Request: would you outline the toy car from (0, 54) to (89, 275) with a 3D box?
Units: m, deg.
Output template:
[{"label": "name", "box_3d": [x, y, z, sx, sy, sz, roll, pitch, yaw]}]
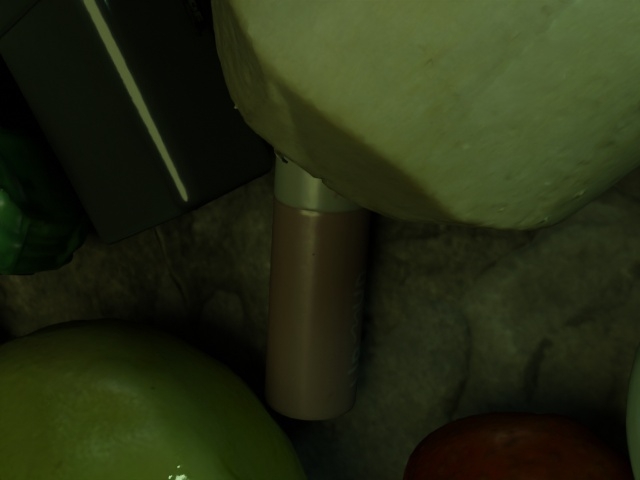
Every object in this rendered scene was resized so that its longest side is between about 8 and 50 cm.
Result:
[{"label": "toy car", "box_3d": [-0.327, -0.121, 0.902, 0.359, 0.213, 0.176, 38, 99, 13]}]

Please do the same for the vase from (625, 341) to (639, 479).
[{"label": "vase", "box_3d": [0.261, 0.077, 0.540, 0.245, 0.291, 0.244, -5, 79, 25]}]

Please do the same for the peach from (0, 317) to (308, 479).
[{"label": "peach", "box_3d": [-0.164, 0.214, 0.870, 0.314, 0.282, 0.315, -42, 74, 38]}]

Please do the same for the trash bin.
[{"label": "trash bin", "box_3d": [-0.148, -0.126, 0.832, 0.177, 0.101, 0.236, -18, 99, 53]}]

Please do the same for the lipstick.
[{"label": "lipstick", "box_3d": [0.000, 0.000, 0.830, 0.070, 0.070, 0.254, 14, 112, 25]}]

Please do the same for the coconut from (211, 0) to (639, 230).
[{"label": "coconut", "box_3d": [0.094, -0.166, 0.596, 0.323, 0.323, 0.322, 9, 110, 27]}]

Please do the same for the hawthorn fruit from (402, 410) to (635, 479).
[{"label": "hawthorn fruit", "box_3d": [0.186, 0.178, 0.743, 0.286, 0.165, 0.165, -10, 101, 23]}]
